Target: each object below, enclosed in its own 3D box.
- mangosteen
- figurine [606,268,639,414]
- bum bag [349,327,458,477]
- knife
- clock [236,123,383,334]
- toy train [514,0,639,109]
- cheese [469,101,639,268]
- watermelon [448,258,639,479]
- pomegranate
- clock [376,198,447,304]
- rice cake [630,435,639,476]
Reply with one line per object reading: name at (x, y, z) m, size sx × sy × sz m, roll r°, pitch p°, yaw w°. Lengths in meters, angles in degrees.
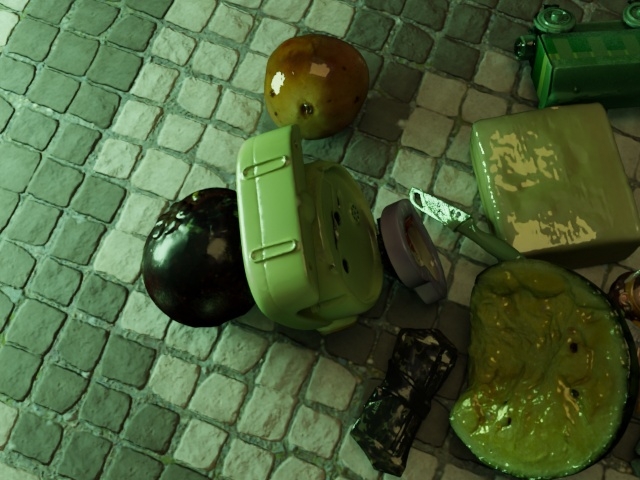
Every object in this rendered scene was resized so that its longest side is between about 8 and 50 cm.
mangosteen at (-0.145, 0.047, 1.616) m, size 0.289 × 0.231 × 0.231 m, roll 33°, pitch 68°, yaw -24°
figurine at (0.521, 0.159, 1.617) m, size 0.174 × 0.116 × 0.240 m, roll 21°, pitch 55°, yaw -17°
bum bag at (0.133, 0.251, 1.605) m, size 0.102 × 0.069 × 0.248 m, roll 30°, pitch 72°, yaw -7°
knife at (0.249, -0.023, 1.672) m, size 0.293 × 0.019 × 0.043 m, roll 34°, pitch 102°, yaw 41°
clock at (0.000, 0.000, 1.559) m, size 0.117 × 0.348 × 0.286 m, roll -16°, pitch 68°, yaw 22°
toy train at (0.507, -0.329, 1.787) m, size 0.300 × 0.120 × 0.202 m, roll -5°, pitch 49°, yaw -4°
cheese at (0.400, -0.088, 1.716) m, size 0.242 × 0.124 × 0.266 m, roll -10°, pitch 69°, yaw -2°
watermelon at (0.361, 0.194, 1.545) m, size 0.330 × 0.189 × 0.331 m, roll 1°, pitch 92°, yaw 36°
pomegranate at (-0.007, -0.270, 1.742) m, size 0.191 × 0.191 × 0.191 m, roll 1°, pitch 69°, yaw -1°
clock at (0.139, 0.013, 1.641) m, size 0.064 × 0.198 × 0.172 m, roll -23°, pitch 60°, yaw 18°
rice cake at (0.606, 0.241, 1.624) m, size 0.063 × 0.066 × 0.336 m, roll 36°, pitch 73°, yaw 11°
